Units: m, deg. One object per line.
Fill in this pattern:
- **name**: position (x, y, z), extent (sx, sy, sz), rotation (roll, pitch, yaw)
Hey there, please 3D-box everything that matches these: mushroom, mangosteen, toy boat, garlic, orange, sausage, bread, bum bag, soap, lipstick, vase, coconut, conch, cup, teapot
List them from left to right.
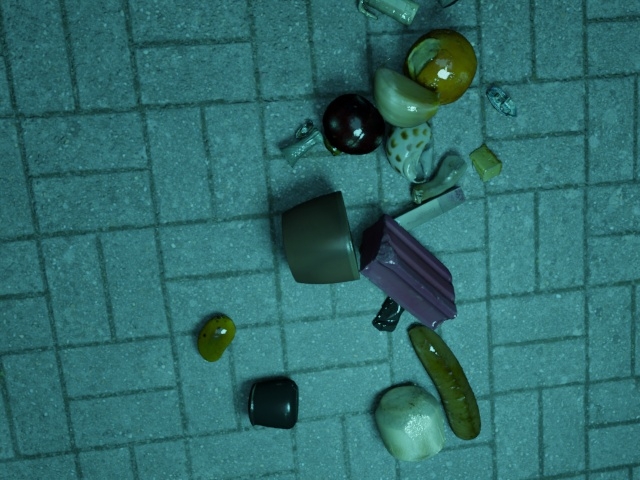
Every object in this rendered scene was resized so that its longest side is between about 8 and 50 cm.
- **cup**: position (-0.167, 0.609, 1.531), extent (0.177, 0.169, 0.223), rotation (-1, 128, -2)
- **vase**: position (-0.060, -0.325, 1.453), extent (0.149, 0.081, 0.081), rotation (-35, 99, 2)
- **toy boat**: position (-0.055, -0.384, 1.472), extent (0.083, 0.038, 0.038), rotation (-42, 99, 0)
- **mangosteen**: position (0.098, -0.377, 1.408), extent (0.216, 0.216, 0.216), rotation (-1, 97, -5)
- **teapot**: position (0.221, -0.794, 1.433), extent (0.201, 0.077, 0.107), rotation (24, 114, -8)
- **bum bag**: position (0.274, 0.259, 1.576), extent (0.087, 0.049, 0.197), rotation (29, 94, -3)
- **garlic**: position (0.252, -0.454, 1.327), extent (0.245, 0.145, 0.164), rotation (42, 89, 11)
- **soap**: position (0.300, 0.104, 1.426), extent (0.360, 0.233, 0.128), rotation (39, 124, -20)
- **conch**: position (0.308, -0.338, 1.460), extent (0.149, 0.183, 0.274), rotation (14, 83, 33)
- **coconut**: position (0.336, 0.680, 1.544), extent (0.245, 0.245, 0.247), rotation (-22, 99, -3)
- **lipstick**: position (0.368, -0.101, 1.532), extent (0.318, 0.068, 0.066), rotation (-26, 99, -2)
- **mushroom**: position (0.424, -0.212, 1.519), extent (0.223, 0.081, 0.092), rotation (-40, 115, 2)
- **orange**: position (0.391, -0.569, 1.393), extent (0.240, 0.240, 0.239), rotation (-1, 97, -5)
- **sausage**: position (0.486, 0.534, 1.596), extent (0.136, 0.123, 0.500), rotation (-22, 100, 27)
- **bread**: position (0.602, -0.284, 1.558), extent (0.084, 0.080, 0.109), rotation (-31, 64, -1)
- **toy boat**: position (0.660, -0.494, 1.513), extent (0.140, 0.066, 0.059), rotation (44, 88, -10)

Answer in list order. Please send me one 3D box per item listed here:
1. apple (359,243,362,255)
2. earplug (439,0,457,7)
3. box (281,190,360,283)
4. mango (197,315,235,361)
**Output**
- **apple**: position (0.182, 0.039, 1.528), extent (0.084, 0.071, 0.083), rotation (-1, 96, -6)
- **earplug**: position (0.393, -0.968, 1.387), extent (0.185, 0.185, 0.324), rotation (-34, 92, -1)
- **box**: position (0.000, 0.000, 1.400), extent (0.216, 0.301, 0.300), rotation (-10, 98, 6)
- **mango**: position (-0.378, 0.349, 1.507), extent (0.115, 0.090, 0.178), rotation (32, 101, -16)
